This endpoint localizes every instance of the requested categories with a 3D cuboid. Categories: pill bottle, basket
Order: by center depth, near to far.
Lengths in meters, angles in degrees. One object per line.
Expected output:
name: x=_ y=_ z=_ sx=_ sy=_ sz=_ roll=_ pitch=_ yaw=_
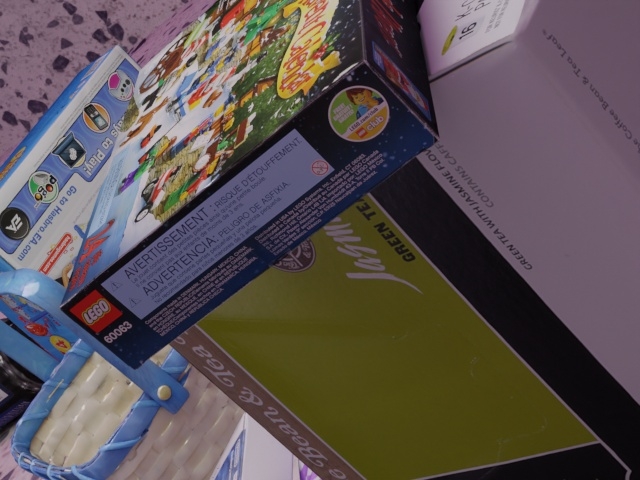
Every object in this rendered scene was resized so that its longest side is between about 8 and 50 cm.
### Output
basket: x=-0.201 y=0.122 z=1.049 sx=0.255 sy=0.289 sz=0.201 roll=0 pitch=56 yaw=54
pill bottle: x=-0.436 y=0.182 z=1.587 sx=0.219 sy=0.123 sz=0.123 roll=-36 pitch=23 yaw=18

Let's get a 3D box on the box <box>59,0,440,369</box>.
box: x=-0.030 y=-0.065 z=0.533 sx=0.159 sy=0.044 sz=0.233 roll=-38 pitch=24 yaw=20

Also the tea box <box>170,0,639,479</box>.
tea box: x=0.106 y=0.001 z=0.676 sx=0.323 sy=0.329 sz=0.220 roll=-23 pitch=31 yaw=41

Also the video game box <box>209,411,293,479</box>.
video game box: x=-0.075 y=0.253 z=0.826 sx=0.205 sy=0.048 sz=0.187 roll=-91 pitch=23 yaw=-62

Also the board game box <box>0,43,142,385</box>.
board game box: x=-0.208 y=-0.003 z=1.279 sx=0.086 sy=0.302 sz=0.308 roll=-22 pitch=29 yaw=44

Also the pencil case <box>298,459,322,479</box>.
pencil case: x=0.020 y=0.149 z=0.899 sx=0.206 sy=0.086 sz=0.088 roll=-93 pitch=19 yaw=-65
